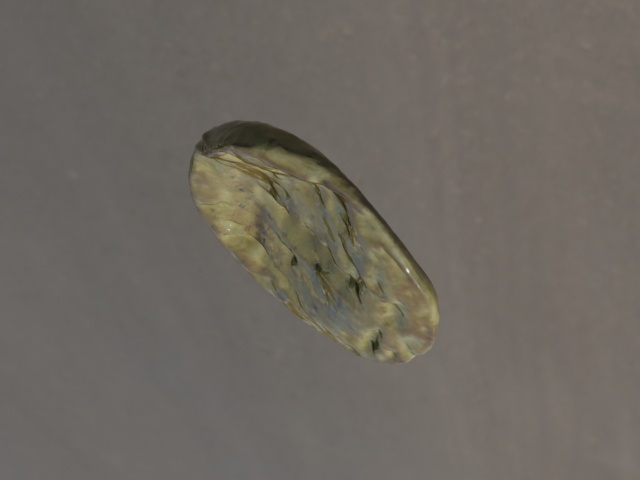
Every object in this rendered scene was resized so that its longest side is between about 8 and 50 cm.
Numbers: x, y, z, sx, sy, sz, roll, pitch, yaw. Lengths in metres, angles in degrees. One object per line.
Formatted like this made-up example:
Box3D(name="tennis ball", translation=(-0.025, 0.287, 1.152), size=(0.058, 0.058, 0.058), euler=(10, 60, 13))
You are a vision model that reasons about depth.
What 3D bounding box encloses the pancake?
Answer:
Box3D(name="pancake", translation=(0.000, 0.000, 1.239), size=(0.242, 0.050, 0.242), euler=(37, 159, 16))
